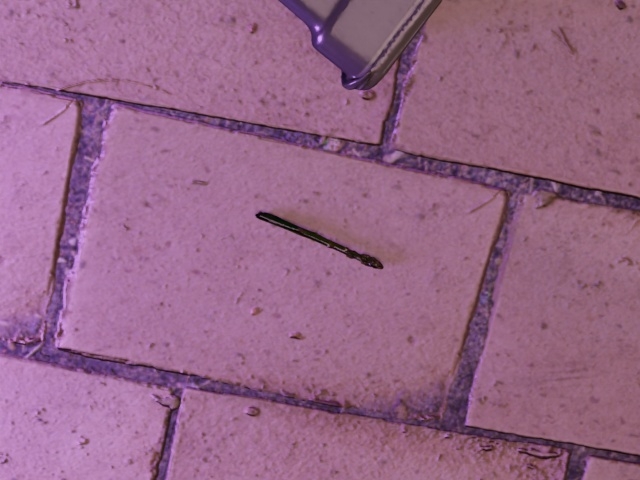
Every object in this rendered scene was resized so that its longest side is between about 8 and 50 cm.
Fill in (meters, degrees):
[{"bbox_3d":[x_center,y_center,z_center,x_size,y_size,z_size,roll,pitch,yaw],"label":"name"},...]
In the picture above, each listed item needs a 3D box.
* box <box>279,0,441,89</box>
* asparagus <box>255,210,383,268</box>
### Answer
[{"bbox_3d":[0.056,-0.316,1.954,0.178,0.138,0.274,36,105,-10],"label":"box"},{"bbox_3d":[0.000,0.000,2.143,0.166,0.016,0.013,23,77,-11],"label":"asparagus"}]
